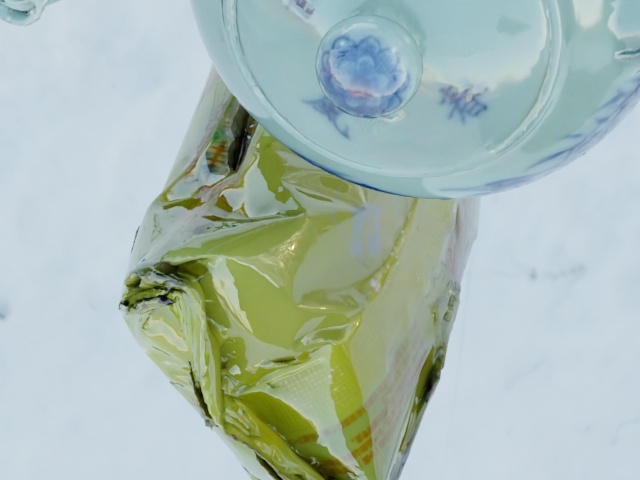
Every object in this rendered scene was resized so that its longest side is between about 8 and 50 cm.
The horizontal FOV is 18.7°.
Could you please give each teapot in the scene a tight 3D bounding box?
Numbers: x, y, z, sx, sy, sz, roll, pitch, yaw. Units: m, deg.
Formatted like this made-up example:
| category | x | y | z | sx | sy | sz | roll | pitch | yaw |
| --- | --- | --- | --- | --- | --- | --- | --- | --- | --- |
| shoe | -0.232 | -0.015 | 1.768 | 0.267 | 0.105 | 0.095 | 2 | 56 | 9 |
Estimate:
| category | x | y | z | sx | sy | sz | roll | pitch | yaw |
| --- | --- | --- | --- | --- | --- | --- | --- | --- | --- |
| teapot | 0.033 | -0.074 | 0.531 | 0.232 | 0.159 | 0.159 | 8 | 78 | 14 |

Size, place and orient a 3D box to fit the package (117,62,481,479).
| category | x | y | z | sx | sy | sz | roll | pitch | yaw |
| --- | --- | --- | --- | --- | --- | --- | --- | --- | --- |
| package | 0.000 | 0.000 | 0.711 | 0.090 | 0.168 | 0.226 | -8 | 40 | 30 |
